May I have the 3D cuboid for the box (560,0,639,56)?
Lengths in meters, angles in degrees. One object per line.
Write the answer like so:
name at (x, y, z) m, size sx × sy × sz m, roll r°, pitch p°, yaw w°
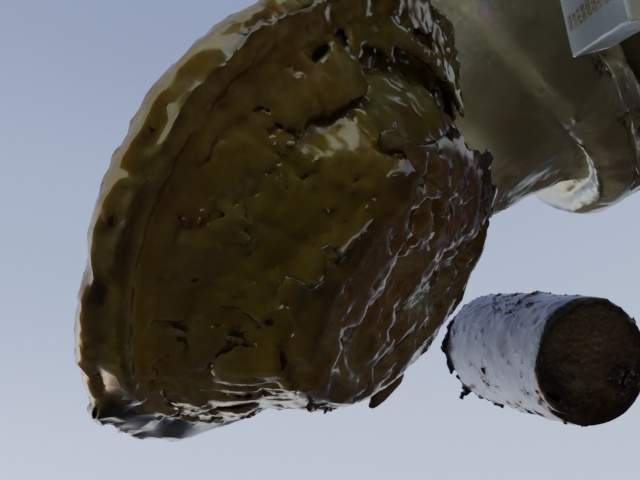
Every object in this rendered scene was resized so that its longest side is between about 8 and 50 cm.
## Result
box at (0.107, -0.166, 0.423) m, size 0.024 × 0.166 × 0.090 m, roll -14°, pitch 1°, yaw 1°

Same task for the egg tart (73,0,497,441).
egg tart at (0.000, 0.000, 0.450) m, size 0.241 × 0.106 × 0.241 m, roll -41°, pitch -32°, yaw -32°

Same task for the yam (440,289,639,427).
yam at (0.212, 0.113, 0.994) m, size 0.131 × 0.131 × 0.280 m, roll -21°, pitch 1°, yaw -9°

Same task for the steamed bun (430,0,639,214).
steamed bun at (0.161, -0.189, 0.708) m, size 0.247 × 0.339 × 0.352 m, roll -18°, pitch -20°, yaw 40°
